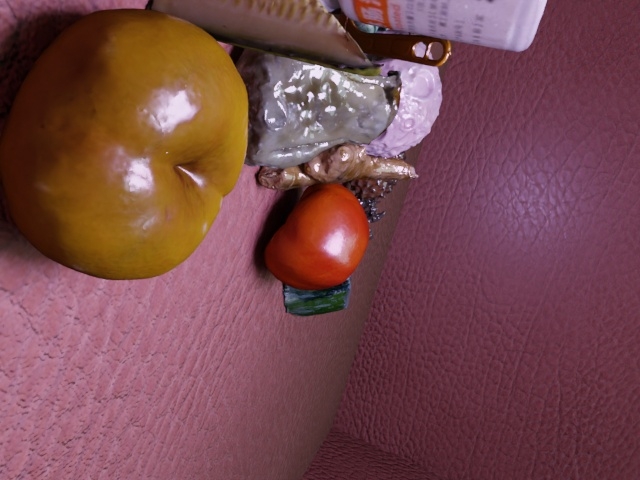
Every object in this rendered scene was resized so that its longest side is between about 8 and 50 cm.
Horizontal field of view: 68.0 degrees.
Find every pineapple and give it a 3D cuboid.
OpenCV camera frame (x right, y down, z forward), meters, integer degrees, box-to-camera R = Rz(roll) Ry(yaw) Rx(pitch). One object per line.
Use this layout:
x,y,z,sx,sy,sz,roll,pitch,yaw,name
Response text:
0.139,-0.157,1.420,0.175,0.175,0.361,-55,168,-46,pineapple

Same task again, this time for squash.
-0.027,-0.264,0.486,0.093,0.252,0.169,2,107,-76,squash

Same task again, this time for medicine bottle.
0.118,-0.388,0.622,0.211,0.371,0.211,18,90,-74,medicine bottle

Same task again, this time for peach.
-0.162,-0.081,0.445,0.251,0.153,0.251,-50,154,-37,peach

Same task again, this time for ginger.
0.048,-0.140,0.902,0.333,0.081,0.148,-6,161,-38,ginger

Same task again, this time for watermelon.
0.031,0.076,1.300,0.264,0.151,0.302,82,31,-58,watermelon

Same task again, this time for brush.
0.086,-0.322,0.777,0.017,0.314,0.090,-5,115,-40,brush

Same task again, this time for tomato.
0.002,-0.004,0.990,0.260,0.180,0.260,-57,-175,8,tomato

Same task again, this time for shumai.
-0.005,-0.208,0.712,0.261,0.222,0.225,-54,161,-35,shumai

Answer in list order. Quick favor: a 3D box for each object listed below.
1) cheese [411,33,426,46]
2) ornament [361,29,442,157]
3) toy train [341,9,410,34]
0.302,-0.575,1.588,0.202,0.091,0.175,82,30,-63,cheese
0.121,-0.290,0.974,0.225,0.259,0.259,77,33,-45,ornament
0.132,-0.572,0.878,0.253,0.160,0.397,65,43,-57,toy train
